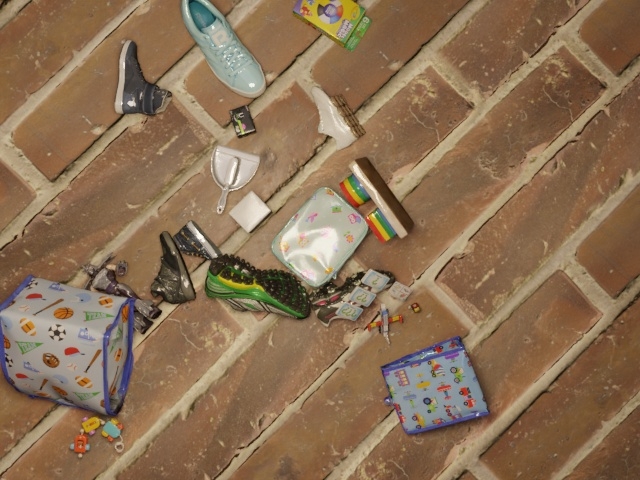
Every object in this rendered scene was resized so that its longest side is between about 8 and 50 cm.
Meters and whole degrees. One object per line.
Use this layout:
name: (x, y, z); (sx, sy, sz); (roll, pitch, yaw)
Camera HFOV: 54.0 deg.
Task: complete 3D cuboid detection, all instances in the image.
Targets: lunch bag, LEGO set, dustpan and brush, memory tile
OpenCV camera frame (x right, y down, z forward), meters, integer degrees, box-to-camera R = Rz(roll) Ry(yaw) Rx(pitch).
lunch bag: (0.000, 0.000, 1.916); (0.224, 0.108, 0.279); (41, 86, 1)
LEGO set: (0.193, 0.206, 1.900); (0.244, 0.060, 0.182); (26, 110, -32)
lunch bag: (-0.726, 0.326, 1.825); (0.327, 0.239, 0.386); (12, 120, 3)
dustpan and brush: (-0.282, -0.182, 1.937); (0.147, 0.060, 0.211); (15, 89, -1)
memory tile: (0.086, -0.383, 1.927); (0.012, 0.113, 0.148); (-33, 92, 24)
lunch bag: (0.335, 0.456, 1.929); (0.293, 0.138, 0.221); (-21, 93, 8)

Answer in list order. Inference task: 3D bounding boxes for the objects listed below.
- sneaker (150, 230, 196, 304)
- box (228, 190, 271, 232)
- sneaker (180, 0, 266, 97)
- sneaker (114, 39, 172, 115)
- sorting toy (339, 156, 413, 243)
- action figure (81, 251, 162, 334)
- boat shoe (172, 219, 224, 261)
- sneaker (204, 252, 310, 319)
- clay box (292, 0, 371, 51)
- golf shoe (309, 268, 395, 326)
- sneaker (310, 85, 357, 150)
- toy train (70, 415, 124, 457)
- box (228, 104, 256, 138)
sneaker: (-0.475, 0.091, 1.918); (0.130, 0.087, 0.228); (-18, 96, -8)
box: (-0.211, -0.085, 1.918); (0.102, 0.101, 0.087); (-44, 90, -1)
sneaker: (-0.304, -0.587, 1.894); (0.135, 0.150, 0.366); (-42, 91, 0)
sneaker: (-0.532, -0.492, 1.919); (0.163, 0.086, 0.227); (5, 90, 0)
sorting toy: (0.159, -0.115, 1.862); (0.089, 0.257, 0.256); (-36, 91, 16)
action figure: (-0.616, 0.156, 1.909); (0.285, 0.099, 0.185); (38, 104, 4)
boat shoe: (-0.371, 0.031, 1.938); (0.083, 0.065, 0.183); (-40, 88, 7)
sneaker: (-0.189, 0.159, 1.923); (0.343, 0.134, 0.146); (23, 130, -10)
clay box: (0.039, -0.701, 1.952); (0.222, 0.053, 0.128); (32, 89, 0)
golf shoe: (0.105, 0.171, 1.941); (0.272, 0.105, 0.120); (-19, 108, 3)
sneaker: (0.021, -0.376, 1.944); (0.094, 0.080, 0.212); (-36, 92, 11)
toy train: (-0.680, 0.600, 1.933); (0.166, 0.046, 0.125); (-1, 91, 2)
box: (-0.240, -0.367, 1.944); (0.062, 0.052, 0.083); (-19, 89, -1)
